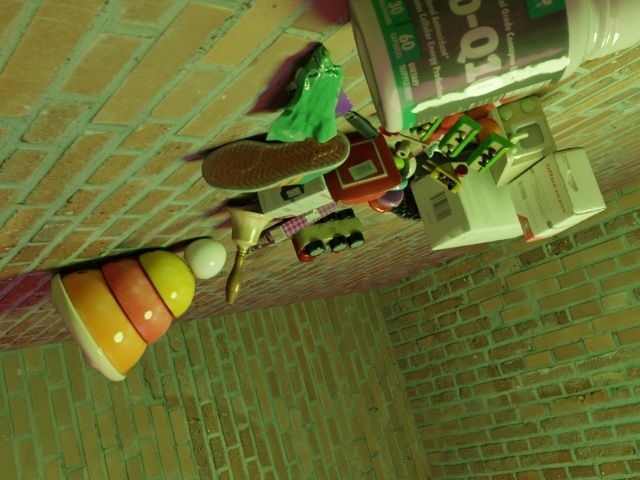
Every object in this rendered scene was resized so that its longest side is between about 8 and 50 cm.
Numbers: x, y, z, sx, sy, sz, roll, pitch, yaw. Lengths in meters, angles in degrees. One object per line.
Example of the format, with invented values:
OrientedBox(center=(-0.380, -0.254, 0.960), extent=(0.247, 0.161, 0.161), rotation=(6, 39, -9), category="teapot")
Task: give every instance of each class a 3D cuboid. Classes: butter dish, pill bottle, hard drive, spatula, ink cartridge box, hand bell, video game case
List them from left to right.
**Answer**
OrientedBox(center=(-0.204, 0.043, 1.677), extent=(0.126, 0.242, 0.126), rotation=(12, -179, 0), category="hand bell")
OrientedBox(center=(-0.089, -0.039, 1.813), extent=(0.210, 0.042, 0.232), rotation=(-22, -173, 46), category="video game case")
OrientedBox(center=(-0.049, -0.117, 1.637), extent=(0.175, 0.073, 0.127), rotation=(-21, 168, 20), category="ink cartridge box")
OrientedBox(center=(0.055, -0.245, 1.300), extent=(0.084, 0.031, 0.296), rotation=(-22, 167, 23), category="spatula")
OrientedBox(center=(0.085, -0.140, 1.457), extent=(0.160, 0.160, 0.118), rotation=(-15, 150, -5), category="butter dish")
OrientedBox(center=(0.324, -0.172, 1.913), extent=(0.236, 0.064, 0.339), rotation=(-14, 167, -14), category="hard drive")
OrientedBox(center=(0.234, -0.296, 0.900), extent=(0.360, 0.204, 0.204), rotation=(-18, 168, 3), category="pill bottle")
OrientedBox(center=(0.555, -0.106, 1.558), extent=(0.092, 0.159, 0.218), rotation=(-12, 167, -14), category="ink cartridge box")

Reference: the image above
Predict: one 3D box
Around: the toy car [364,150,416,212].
OrientedBox(center=(0.155, -0.142, 1.642), extent=(0.159, 0.136, 0.182), rotation=(-10, 166, -26), category="toy car")

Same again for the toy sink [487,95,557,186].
OrientedBox(center=(0.473, -0.245, 1.570), extent=(0.131, 0.153, 0.234), rotation=(-17, 167, 5), category="toy sink")

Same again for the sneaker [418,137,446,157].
OrientedBox(center=(0.313, -0.237, 1.568), extent=(0.161, 0.076, 0.057), rotation=(-12, 167, -19), category="sneaker")

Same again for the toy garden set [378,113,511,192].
OrientedBox(center=(0.222, -0.190, 1.308), extent=(0.244, 0.049, 0.204), rotation=(29, 155, -3), category="toy garden set")

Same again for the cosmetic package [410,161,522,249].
OrientedBox(center=(0.447, -0.102, 1.783), extent=(0.365, 0.197, 0.155), rotation=(-5, 163, -38), category="cosmetic package")

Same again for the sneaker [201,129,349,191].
OrientedBox(center=(-0.090, -0.152, 1.349), extent=(0.301, 0.108, 0.121), rotation=(-10, 173, -4), category="sneaker")

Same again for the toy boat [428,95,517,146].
OrientedBox(center=(0.311, -0.255, 1.305), extent=(0.231, 0.151, 0.151), rotation=(-25, 165, 35), category="toy boat")

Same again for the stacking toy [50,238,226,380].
OrientedBox(center=(-0.486, 0.143, 1.885), extent=(0.479, 0.351, 0.351), rotation=(-32, 172, -14), category="stacking toy")

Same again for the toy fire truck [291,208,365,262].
OrientedBox(center=(0.000, 0.000, 2.126), extent=(0.216, 0.159, 0.246), rotation=(-11, 157, -24), category="toy fire truck")

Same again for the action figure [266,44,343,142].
OrientedBox(center=(-0.015, -0.249, 1.119), extent=(0.137, 0.064, 0.232), rotation=(-11, 160, -17), category="action figure")

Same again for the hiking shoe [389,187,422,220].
OrientedBox(center=(0.202, -0.115, 1.830), extent=(0.226, 0.086, 0.114), rotation=(21, -176, 7), category="hiking shoe")
